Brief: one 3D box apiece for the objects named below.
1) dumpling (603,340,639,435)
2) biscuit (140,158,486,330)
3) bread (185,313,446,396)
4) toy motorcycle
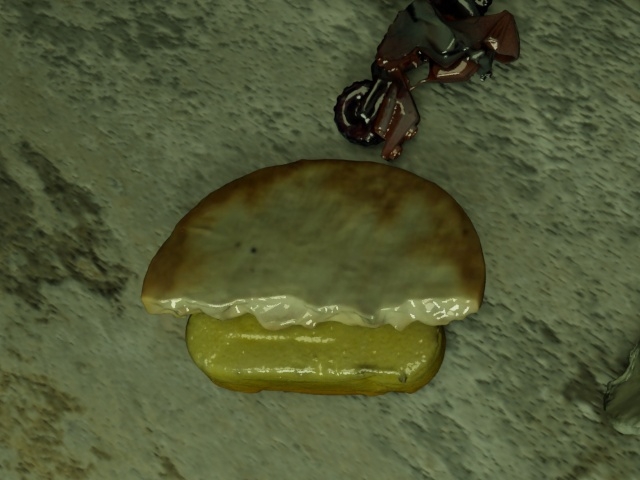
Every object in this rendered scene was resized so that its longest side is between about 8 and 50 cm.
[{"bbox_3d":[0.360,0.102,0.828,0.247,0.172,0.142,-34,92,2],"label":"dumpling"},{"bbox_3d":[0.000,0.000,0.922,0.309,0.040,0.205,0,46,11],"label":"biscuit"},{"bbox_3d":[-0.004,0.093,0.934,0.245,0.094,0.102,-2,72,9],"label":"bread"},{"bbox_3d":[0.109,-0.167,0.956,0.118,0.084,0.212,40,98,12],"label":"toy motorcycle"}]
